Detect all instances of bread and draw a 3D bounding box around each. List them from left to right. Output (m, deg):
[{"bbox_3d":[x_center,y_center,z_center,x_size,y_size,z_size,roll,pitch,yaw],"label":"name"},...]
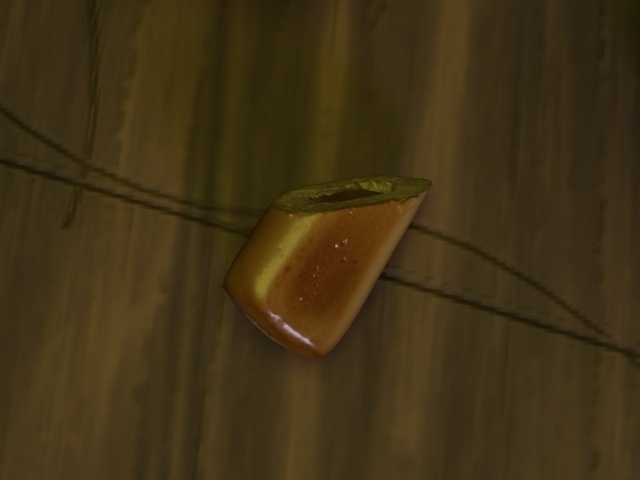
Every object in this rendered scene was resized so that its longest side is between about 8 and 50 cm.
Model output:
[{"bbox_3d":[0.000,-0.002,0.691,0.062,0.049,0.103,37,77,-26],"label":"bread"}]
